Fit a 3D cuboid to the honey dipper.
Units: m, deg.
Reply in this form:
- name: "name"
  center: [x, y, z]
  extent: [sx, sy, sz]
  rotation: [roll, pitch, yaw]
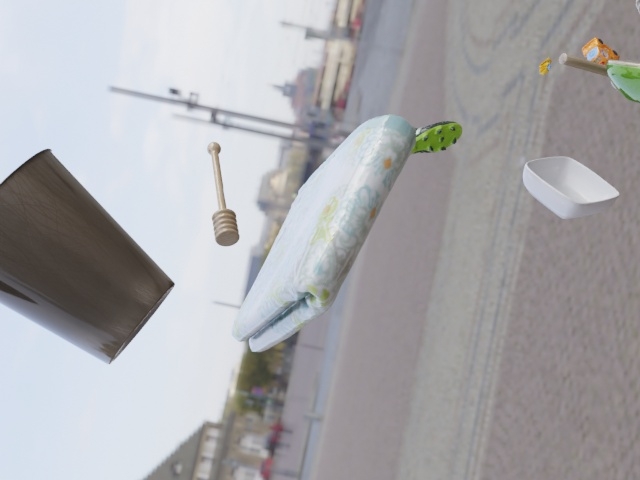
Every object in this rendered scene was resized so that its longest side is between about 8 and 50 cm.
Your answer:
- name: "honey dipper"
  center: [-0.124, -0.061, 1.371]
  extent: [0.030, 0.031, 0.160]
  rotation: [102, 160, -47]

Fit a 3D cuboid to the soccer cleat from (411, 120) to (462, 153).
- name: "soccer cleat"
  center: [0.169, -0.184, 2.028]
  extent: [0.072, 0.179, 0.060]
  rotation: [-123, 16, -48]

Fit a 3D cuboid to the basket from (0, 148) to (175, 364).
- name: "basket"
  center: [-0.304, 0.032, 1.351]
  extent: [0.204, 0.227, 0.154]
  rotation: [-52, 1, -35]

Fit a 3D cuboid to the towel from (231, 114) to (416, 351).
- name: "towel"
  center: [0.000, 0.000, 1.741]
  extent: [0.320, 0.090, 0.374]
  rotation: [-65, 11, -25]

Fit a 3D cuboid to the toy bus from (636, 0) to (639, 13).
- name: "toy bus"
  center: [0.515, -0.257, 1.341]
  extent: [0.191, 0.202, 0.104]
  rotation: [7, 55, 52]

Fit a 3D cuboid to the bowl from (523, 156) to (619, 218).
- name: "bowl"
  center: [0.429, -0.088, 1.954]
  extent: [0.142, 0.142, 0.053]
  rotation: [44, 129, 34]

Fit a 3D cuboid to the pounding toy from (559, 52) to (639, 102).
- name: "pounding toy"
  center: [0.488, -0.206, 1.656]
  extent: [0.237, 0.183, 0.110]
  rotation: [21, 108, 51]

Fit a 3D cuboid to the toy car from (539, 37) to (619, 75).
- name: "toy car"
  center: [0.414, -0.277, 1.795]
  extent: [0.122, 0.060, 0.040]
  rotation: [-23, 31, 33]
